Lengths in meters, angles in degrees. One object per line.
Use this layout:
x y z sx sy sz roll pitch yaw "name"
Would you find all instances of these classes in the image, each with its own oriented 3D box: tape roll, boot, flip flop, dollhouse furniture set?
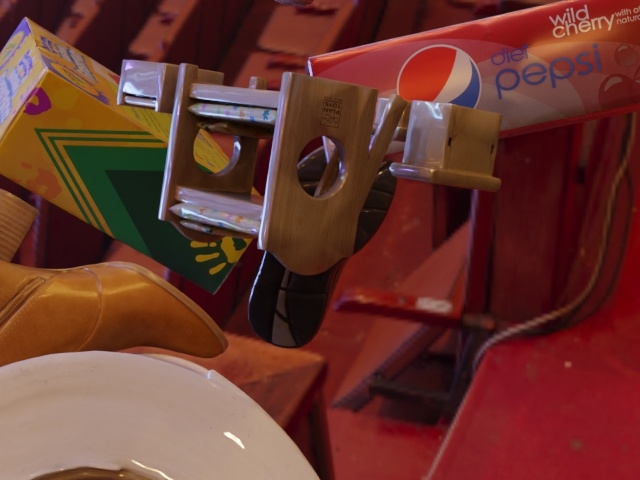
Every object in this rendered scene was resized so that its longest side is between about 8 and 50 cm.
-0.125 0.207 0.619 0.286 0.100 0.286 5 63 -10 "tape roll"
-0.247 0.106 1.051 0.104 0.295 0.211 -24 38 59 "boot"
0.000 0.000 1.237 0.112 0.277 0.080 26 33 5 "flip flop"
-0.013 -0.043 0.683 0.161 0.101 0.182 5 6 -38 "dollhouse furniture set"

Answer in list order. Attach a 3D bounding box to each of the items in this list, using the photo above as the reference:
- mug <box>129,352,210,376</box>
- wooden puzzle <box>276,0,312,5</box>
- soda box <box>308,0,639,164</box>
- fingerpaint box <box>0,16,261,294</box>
-0.114 0.316 1.166 0.276 0.328 0.374 -44 70 -6 "mug"
0.030 -0.296 0.331 0.081 0.322 0.347 11 61 20 "wooden puzzle"
0.131 -0.117 0.827 0.263 0.083 0.092 -11 0 12 "soda box"
-0.313 -0.138 1.706 0.163 0.371 0.445 -55 26 6 "fingerpaint box"
